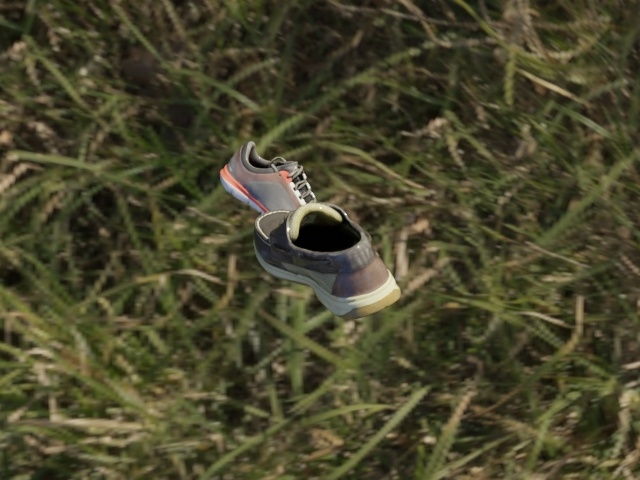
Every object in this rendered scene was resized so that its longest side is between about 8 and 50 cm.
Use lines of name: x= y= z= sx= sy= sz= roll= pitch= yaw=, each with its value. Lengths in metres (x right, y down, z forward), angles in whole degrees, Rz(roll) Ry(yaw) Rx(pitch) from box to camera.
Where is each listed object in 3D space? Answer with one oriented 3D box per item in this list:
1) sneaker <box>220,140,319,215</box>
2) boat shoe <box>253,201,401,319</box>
sneaker: x=-0.033 y=-0.049 z=1.560 sx=0.158 sy=0.061 sz=0.065 roll=34 pitch=114 yaw=6
boat shoe: x=-0.001 y=0.001 z=1.294 sx=0.080 sy=0.223 sz=0.073 roll=-21 pitch=115 yaw=-18
